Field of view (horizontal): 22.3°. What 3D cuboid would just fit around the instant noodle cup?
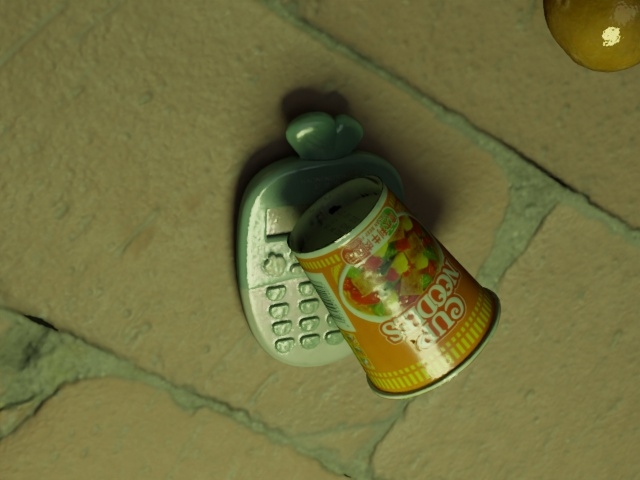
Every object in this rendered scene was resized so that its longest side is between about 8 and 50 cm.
[{"bbox_3d":[0.065,0.038,1.630,0.168,0.168,0.185,-38,114,-2],"label":"instant noodle cup"}]

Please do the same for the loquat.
[{"bbox_3d":[0.294,-0.241,1.650,0.141,0.141,0.141,-8,115,-18],"label":"loquat"}]

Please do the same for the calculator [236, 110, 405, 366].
[{"bbox_3d":[0.000,0.000,1.695,0.184,0.042,0.295,-7,118,-18],"label":"calculator"}]
